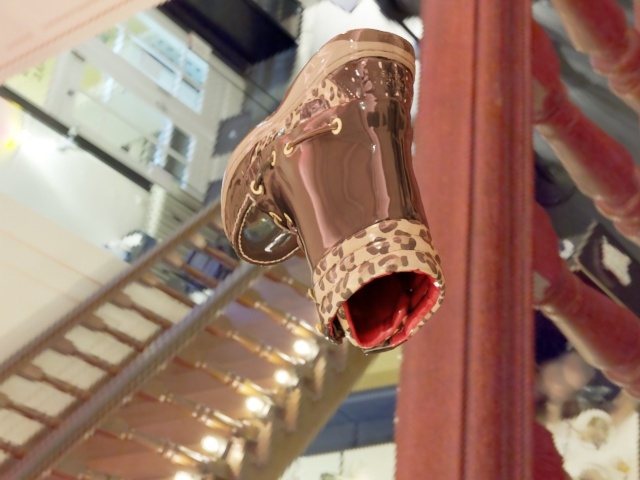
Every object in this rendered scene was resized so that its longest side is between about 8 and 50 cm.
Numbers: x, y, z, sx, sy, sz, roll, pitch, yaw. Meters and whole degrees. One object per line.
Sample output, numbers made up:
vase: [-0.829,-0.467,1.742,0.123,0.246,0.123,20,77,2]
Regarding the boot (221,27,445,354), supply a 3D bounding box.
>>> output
boot: [-0.001,-0.001,0.685,0.236,0.085,0.178,129,142,-48]
